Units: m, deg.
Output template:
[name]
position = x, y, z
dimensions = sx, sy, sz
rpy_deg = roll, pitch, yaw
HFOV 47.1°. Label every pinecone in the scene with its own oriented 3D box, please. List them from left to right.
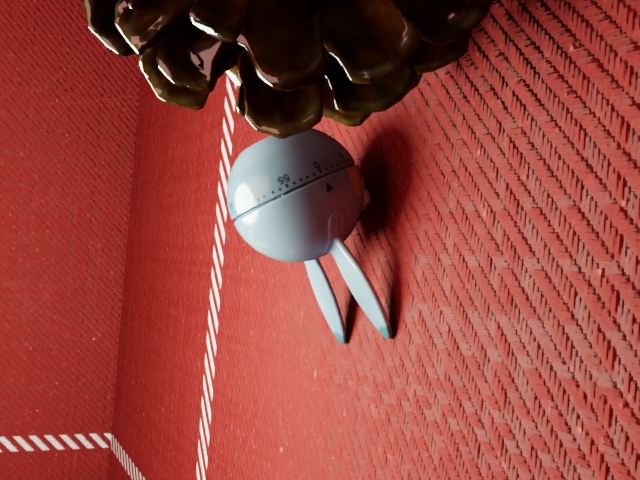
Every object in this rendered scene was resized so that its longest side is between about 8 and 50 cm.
[pinecone]
position = -0.026, -0.271, 0.621
dimensions = 0.398, 0.398, 0.397
rpy_deg = -20, 67, 62

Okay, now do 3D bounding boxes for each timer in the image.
[timer]
position = 0.006, -0.020, 0.860
dimensions = 0.175, 0.255, 0.175
rpy_deg = -44, 11, 11
